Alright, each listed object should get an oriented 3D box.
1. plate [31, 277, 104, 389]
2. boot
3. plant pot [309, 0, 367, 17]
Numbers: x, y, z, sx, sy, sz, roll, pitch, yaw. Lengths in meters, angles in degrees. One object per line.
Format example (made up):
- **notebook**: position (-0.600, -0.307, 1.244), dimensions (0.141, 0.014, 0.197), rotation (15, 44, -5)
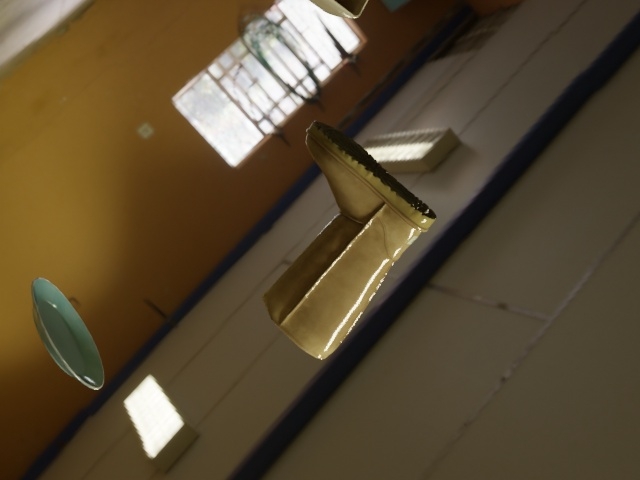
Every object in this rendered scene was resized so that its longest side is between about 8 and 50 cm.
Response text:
- **plate**: position (-0.379, 0.141, 1.213), dimensions (0.024, 0.188, 0.188), rotation (-30, -163, -2)
- **boot**: position (0.000, 0.000, 1.181), dimensions (0.269, 0.236, 0.089), rotation (-51, 166, 19)
- **plant pot**: position (0.015, -0.382, 1.172), dimensions (0.109, 0.109, 0.096), rotation (-62, -158, -8)
